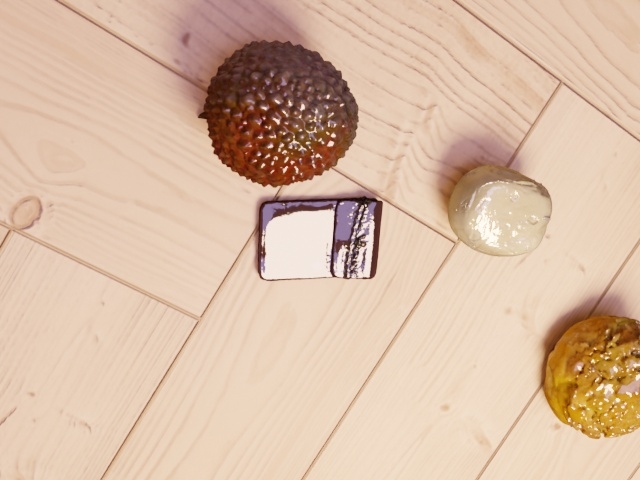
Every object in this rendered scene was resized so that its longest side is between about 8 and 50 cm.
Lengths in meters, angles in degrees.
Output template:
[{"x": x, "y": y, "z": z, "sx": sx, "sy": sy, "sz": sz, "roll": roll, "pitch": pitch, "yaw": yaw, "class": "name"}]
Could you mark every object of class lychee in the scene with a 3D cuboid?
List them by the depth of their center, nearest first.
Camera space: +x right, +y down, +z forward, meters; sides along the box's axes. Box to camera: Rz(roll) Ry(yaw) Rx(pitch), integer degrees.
[{"x": -0.051, "y": -0.140, "z": 0.923, "sx": 0.165, "sy": 0.197, "sz": 0.165, "roll": -4, "pitch": 95, "yaw": -48, "class": "lychee"}]

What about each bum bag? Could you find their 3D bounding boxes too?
[{"x": 0.000, "y": 0.000, "z": 1.044, "sx": 0.159, "sy": 0.026, "sz": 0.109, "roll": -3, "pitch": 109, "yaw": -15, "class": "bum bag"}]

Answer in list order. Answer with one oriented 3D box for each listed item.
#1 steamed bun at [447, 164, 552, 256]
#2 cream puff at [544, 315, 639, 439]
[{"x": 0.221, "y": -0.038, "z": 1.060, "sx": 0.129, "sy": 0.091, "sz": 0.113, "roll": 11, "pitch": 106, "yaw": -18, "class": "steamed bun"}, {"x": 0.411, "y": 0.194, "z": 1.172, "sx": 0.189, "sy": 0.129, "sz": 0.189, "roll": -6, "pitch": 111, "yaw": -17, "class": "cream puff"}]
